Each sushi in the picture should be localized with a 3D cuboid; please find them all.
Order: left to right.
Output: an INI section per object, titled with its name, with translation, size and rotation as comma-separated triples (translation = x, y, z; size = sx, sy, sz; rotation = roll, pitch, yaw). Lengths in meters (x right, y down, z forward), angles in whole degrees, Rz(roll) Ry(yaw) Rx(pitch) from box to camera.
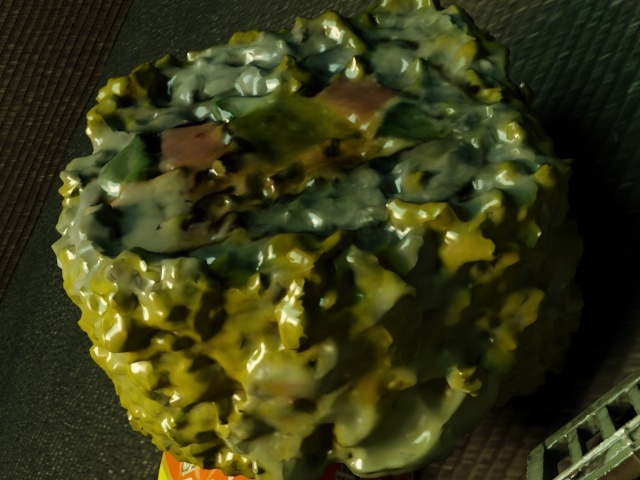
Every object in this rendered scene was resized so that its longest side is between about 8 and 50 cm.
[sushi]
translation = 0.000, 0.000, 0.832
size = 0.351, 0.396, 0.240
rotation = -112, 8, -48

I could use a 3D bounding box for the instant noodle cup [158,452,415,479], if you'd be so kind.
[instant noodle cup]
translation = -0.028, 0.214, 0.975
size = 0.213, 0.174, 0.213
rotation = -39, 40, 42

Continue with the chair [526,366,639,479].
[chair]
translation = 0.210, 0.173, 0.624
size = 0.136, 0.147, 0.270
rotation = -40, -9, 11
